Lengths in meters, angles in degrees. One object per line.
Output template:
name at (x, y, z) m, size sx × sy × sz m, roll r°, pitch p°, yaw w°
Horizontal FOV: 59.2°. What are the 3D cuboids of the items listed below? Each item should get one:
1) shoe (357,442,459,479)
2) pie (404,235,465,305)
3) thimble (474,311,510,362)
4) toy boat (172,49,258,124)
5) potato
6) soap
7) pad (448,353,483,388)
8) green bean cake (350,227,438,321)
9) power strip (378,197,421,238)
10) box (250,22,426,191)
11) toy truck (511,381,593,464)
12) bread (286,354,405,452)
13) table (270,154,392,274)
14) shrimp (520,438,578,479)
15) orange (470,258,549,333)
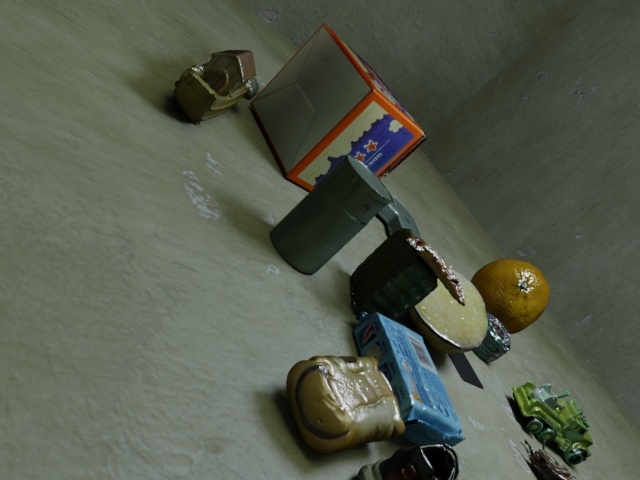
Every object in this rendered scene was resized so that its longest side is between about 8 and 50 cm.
shoe at (0.152, 0.338, 0.798) m, size 0.228 × 0.112 × 0.099 m, roll 21°, pitch 31°, yaw -48°
pie at (0.231, 0.042, 1.124) m, size 0.191 × 0.033 × 0.088 m, roll 47°, pitch 18°, yaw -18°
thimble at (0.480, 0.276, 1.626) m, size 0.118 × 0.090 × 0.135 m, roll 40°, pitch 23°, yaw -11°
toy boat at (-0.225, -0.370, 1.313) m, size 0.136 × 0.162 × 0.445 m, roll 45°, pitch 19°, yaw -13°
potato at (0.285, 0.174, 1.389) m, size 0.239 × 0.116 × 0.299 m, roll 38°, pitch 32°, yaw -6°
soap at (0.153, 0.249, 1.024) m, size 0.156 × 0.077 × 0.293 m, roll 34°, pitch 22°, yaw -29°
pad at (0.357, 0.305, 1.445) m, size 0.112 × 0.003 × 0.157 m, roll 29°, pitch 26°, yaw -39°
green bean cake at (0.158, 0.082, 1.202) m, size 0.094 × 0.181 × 0.173 m, roll 42°, pitch 18°, yaw -19°
power strip at (0.248, -0.066, 1.849) m, size 0.193 × 0.059 × 0.265 m, roll 45°, pitch 19°, yaw -19°
box at (0.039, -0.333, 1.550) m, size 0.257 × 0.319 × 0.348 m, roll 28°, pitch 26°, yaw -46°
toy truck at (0.639, 0.477, 1.502) m, size 0.259 × 0.135 × 0.128 m, roll 43°, pitch 20°, yaw -20°
bread at (0.040, 0.234, 0.816) m, size 0.225 × 0.081 × 0.134 m, roll 21°, pitch 38°, yaw -55°
table at (0.020, -0.049, 1.109) m, size 0.126 × 0.220 × 0.126 m, roll 40°, pitch 19°, yaw -17°
shrimp at (0.533, 0.529, 1.285) m, size 0.190 × 0.074 × 0.073 m, roll 43°, pitch 50°, yaw 18°
orange at (0.606, 0.177, 1.817) m, size 0.264 × 0.264 × 0.264 m, roll 40°, pitch 21°, yaw -19°
